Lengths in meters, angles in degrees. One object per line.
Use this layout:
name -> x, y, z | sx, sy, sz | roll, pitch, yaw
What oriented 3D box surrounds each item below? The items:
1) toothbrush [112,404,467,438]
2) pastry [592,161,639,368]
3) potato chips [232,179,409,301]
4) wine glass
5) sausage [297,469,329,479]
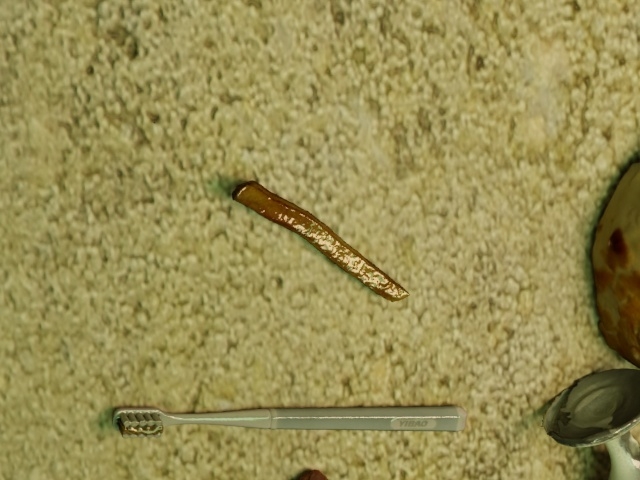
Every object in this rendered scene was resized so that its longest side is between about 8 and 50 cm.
toothbrush -> -0.022, 0.165, 1.470 | 0.342, 0.030, 0.025 | 2, 109, -21
pastry -> 0.392, 0.037, 1.497 | 0.256, 0.170, 0.237 | 28, 92, -18
potato chips -> 0.000, 0.000, 1.431 | 0.204, 0.037, 0.026 | 35, 102, -29
wine glass -> 0.318, 0.249, 1.556 | 0.126, 0.126, 0.241 | -32, 113, -8
sausage -> -0.059, 0.265, 1.485 | 0.158, 0.042, 0.036 | -26, 149, -8
